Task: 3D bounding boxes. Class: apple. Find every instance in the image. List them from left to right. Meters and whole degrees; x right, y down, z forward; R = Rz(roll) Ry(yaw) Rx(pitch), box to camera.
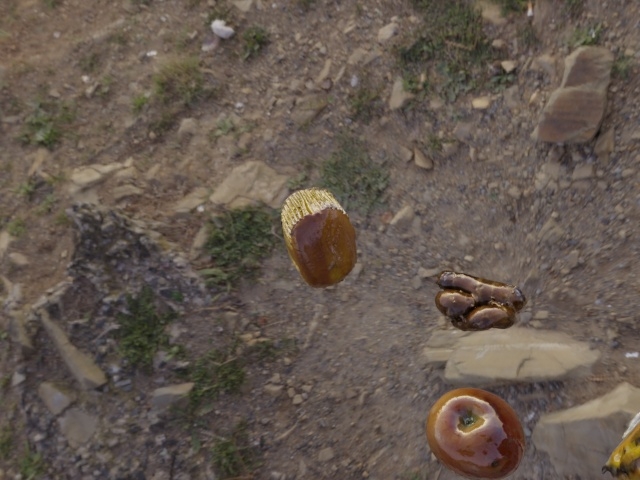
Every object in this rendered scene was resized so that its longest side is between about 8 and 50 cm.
[{"bbox_3d":[0.398,0.500,1.728,0.253,0.253,0.254,-2,84,17],"label":"apple"}]

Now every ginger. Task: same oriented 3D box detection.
[{"bbox_3d":[0.267,0.114,1.156,0.162,0.073,0.103,15,51,24],"label":"ginger"}]

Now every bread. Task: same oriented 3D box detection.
[{"bbox_3d":[0.000,0.000,1.314,0.132,0.191,0.114,-24,39,-7],"label":"bread"}]

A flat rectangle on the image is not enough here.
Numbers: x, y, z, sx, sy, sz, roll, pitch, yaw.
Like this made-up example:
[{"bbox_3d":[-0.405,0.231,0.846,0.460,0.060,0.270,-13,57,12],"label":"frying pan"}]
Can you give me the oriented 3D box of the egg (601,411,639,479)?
[{"bbox_3d":[0.546,0.279,0.924,0.264,0.286,0.174,-40,65,-17],"label":"egg"}]
